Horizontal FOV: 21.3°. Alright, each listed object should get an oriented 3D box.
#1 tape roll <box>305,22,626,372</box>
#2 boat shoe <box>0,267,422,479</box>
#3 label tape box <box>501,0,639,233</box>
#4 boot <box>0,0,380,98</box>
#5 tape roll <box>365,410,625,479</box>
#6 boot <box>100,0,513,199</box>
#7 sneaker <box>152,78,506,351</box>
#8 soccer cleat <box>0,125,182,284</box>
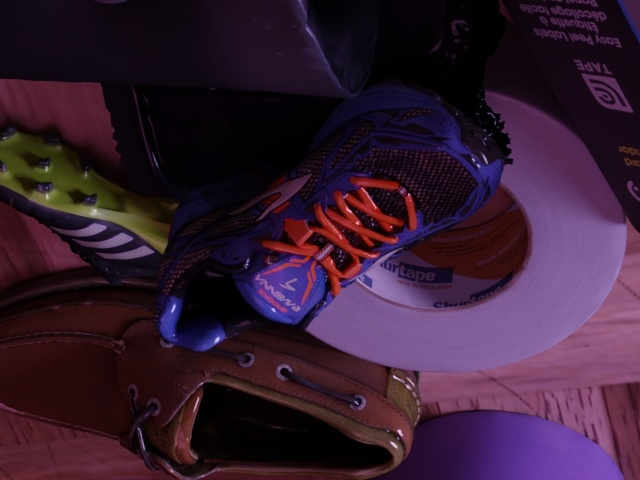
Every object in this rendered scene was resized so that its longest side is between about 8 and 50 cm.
[{"bbox_3d":[0.066,-0.024,0.984,0.219,0.072,0.219,4,133,5],"label":"tape roll"},{"bbox_3d":[-0.089,0.092,1.088,0.307,0.104,0.111,0,132,9],"label":"boat shoe"},{"bbox_3d":[0.249,-0.059,0.820,0.249,0.115,0.348,14,146,50],"label":"label tape box"},{"bbox_3d":[-0.181,-0.096,0.809,0.445,0.146,0.367,-3,132,18],"label":"boot"},{"bbox_3d":[0.120,0.210,1.180,0.189,0.080,0.189,4,132,4],"label":"tape roll"},{"bbox_3d":[-0.017,-0.133,0.835,0.207,0.094,0.246,-2,113,25],"label":"boot"},{"bbox_3d":[0.000,0.000,0.801,0.083,0.087,0.221,40,138,-20],"label":"sneaker"},{"bbox_3d":[-0.139,-0.012,1.035,0.179,0.060,0.072,22,132,-15],"label":"soccer cleat"}]
